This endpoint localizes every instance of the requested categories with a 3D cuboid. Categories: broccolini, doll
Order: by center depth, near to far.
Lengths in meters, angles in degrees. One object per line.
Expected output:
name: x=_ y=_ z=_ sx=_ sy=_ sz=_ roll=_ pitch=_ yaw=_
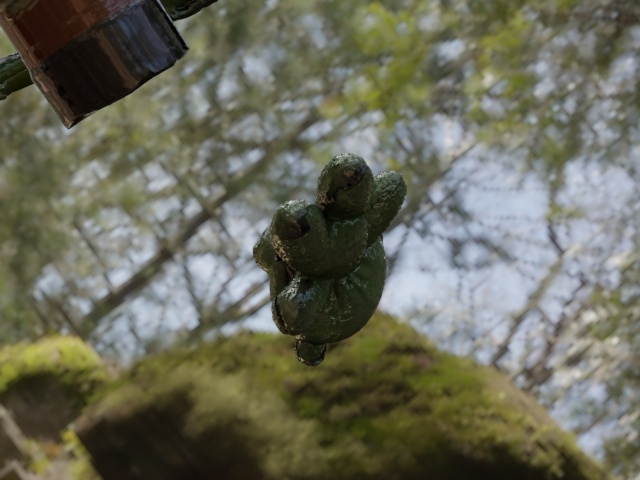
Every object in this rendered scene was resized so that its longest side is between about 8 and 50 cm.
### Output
doll: x=0.000 y=0.000 z=0.896 sx=0.077 sy=0.115 sz=0.150 roll=30 pitch=-22 yaw=15
broccolini: x=-0.130 y=-0.150 z=1.034 sx=0.057 sy=0.254 sz=0.071 roll=50 pitch=-32 yaw=23

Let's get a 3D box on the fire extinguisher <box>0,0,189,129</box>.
fire extinguisher: x=-0.107 y=-0.123 z=0.511 sx=0.062 sy=0.050 sz=0.177 roll=-27 pitch=-80 yaw=36
